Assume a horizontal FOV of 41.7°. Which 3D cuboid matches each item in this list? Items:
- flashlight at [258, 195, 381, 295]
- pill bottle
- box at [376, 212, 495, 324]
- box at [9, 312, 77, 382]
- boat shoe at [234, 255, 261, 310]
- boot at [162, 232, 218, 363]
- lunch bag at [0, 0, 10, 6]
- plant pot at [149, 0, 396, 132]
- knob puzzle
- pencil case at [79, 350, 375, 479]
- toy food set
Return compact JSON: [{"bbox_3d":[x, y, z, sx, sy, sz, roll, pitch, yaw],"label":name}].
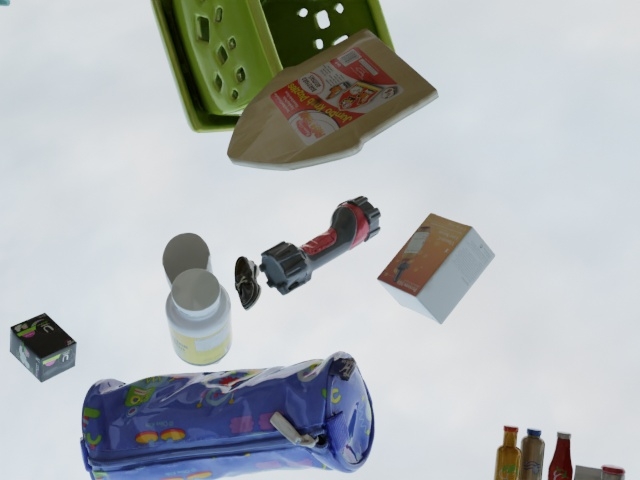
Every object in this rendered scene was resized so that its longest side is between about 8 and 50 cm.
[{"bbox_3d":[0.000,0.000,1.732,0.103,0.103,0.304,25,-144,34],"label":"flashlight"},{"bbox_3d":[-0.192,0.121,1.336,0.103,0.184,0.103,2,-122,-3],"label":"pill bottle"},{"bbox_3d":[0.214,0.050,1.567,0.170,0.091,0.130,-50,-148,-11],"label":"box"},{"bbox_3d":[-0.412,0.158,1.249,0.083,0.052,0.062,35,-141,26],"label":"box"},{"bbox_3d":[-0.126,0.070,1.415,0.046,0.038,0.125,-36,-152,20],"label":"boat shoe"},{"bbox_3d":[-0.234,0.110,1.567,0.095,0.123,0.258,-10,-134,-8],"label":"boot"},{"bbox_3d":[-0.493,-0.373,0.934,0.262,0.223,0.160,-9,-117,-22],"label":"lunch bag"},{"bbox_3d":[-0.068,-0.255,1.045,0.227,0.228,0.207,-13,173,-46],"label":"plant pot"},{"bbox_3d":[-0.002,-0.122,0.823,0.213,0.030,0.213,-16,-139,14],"label":"knob puzzle"},{"bbox_3d":[-0.097,0.186,0.849,0.306,0.119,0.133,-9,-174,17],"label":"pencil case"},{"bbox_3d":[0.395,0.355,1.324,0.232,0.111,0.104,5,-93,15],"label":"toy food set"}]
